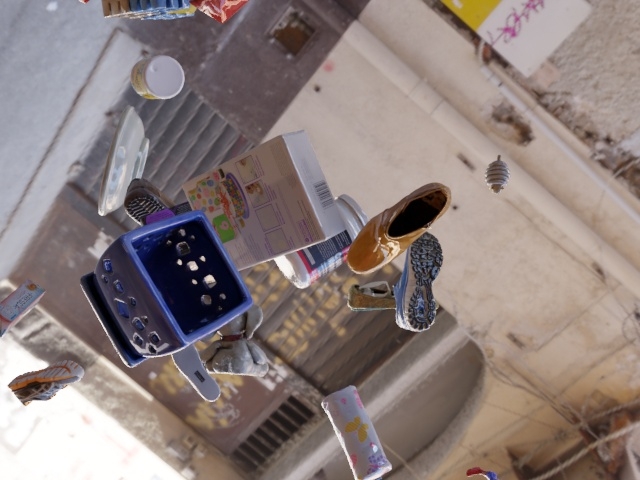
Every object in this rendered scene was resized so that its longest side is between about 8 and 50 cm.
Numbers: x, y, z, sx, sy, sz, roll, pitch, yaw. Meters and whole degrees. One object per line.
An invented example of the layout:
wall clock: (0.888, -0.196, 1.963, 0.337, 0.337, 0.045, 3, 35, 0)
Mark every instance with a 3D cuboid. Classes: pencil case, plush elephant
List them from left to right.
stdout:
plush elephant: (-0.331, 0.368, 2.295, 0.330, 0.272, 0.255, 96, -2, -76)
pencil case: (0.102, 0.563, 1.788, 0.114, 0.273, 0.124, -18, 151, -17)

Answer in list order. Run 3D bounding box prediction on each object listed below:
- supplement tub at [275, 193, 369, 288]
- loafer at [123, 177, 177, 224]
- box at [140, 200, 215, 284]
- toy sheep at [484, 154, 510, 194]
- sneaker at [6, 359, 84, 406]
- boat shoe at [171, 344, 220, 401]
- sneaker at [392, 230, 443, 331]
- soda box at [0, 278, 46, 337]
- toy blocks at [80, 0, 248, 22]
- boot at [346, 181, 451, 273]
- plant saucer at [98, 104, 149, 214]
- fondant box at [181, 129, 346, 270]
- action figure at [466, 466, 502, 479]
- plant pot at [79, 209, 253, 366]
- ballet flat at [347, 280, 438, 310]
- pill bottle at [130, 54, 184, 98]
supplement tub: (0.000, 0.000, 1.835, 0.272, 0.191, 0.191, -33, 179, -16)
loafer: (-0.470, -0.071, 1.898, 0.134, 0.130, 0.366, -23, 141, 4)
box: (-0.377, 0.034, 1.658, 0.165, 0.143, 0.270, -22, 159, -22)
toy sheep: (0.574, -0.214, 1.996, 0.091, 0.091, 0.132, 142, -48, -73)
sneaker: (-0.716, 0.380, 1.627, 0.215, 0.083, 0.084, -15, -165, 14)
boat shoe: (-0.397, 0.408, 1.939, 0.080, 0.228, 0.076, -40, -177, -26)
sneaker: (0.285, 0.120, 1.922, 0.147, 0.130, 0.329, -21, -127, 61)
soda box: (-0.788, 0.173, 1.589, 0.063, 0.058, 0.183, -49, -169, 19)
toy blocks: (-0.194, -0.371, 0.694, 0.382, 0.260, 0.191, 8, -160, 36)
boot: (0.150, -0.020, 1.296, 0.295, 0.104, 0.211, -41, 176, 16)
plant saucer: (-0.679, -0.270, 2.167, 0.400, 0.101, 0.400, -164, -90, -76)
fondant box: (-0.134, -0.077, 1.385, 0.330, 0.238, 0.096, -19, -174, 35)
action figure: (0.445, 0.655, 1.549, 0.139, 0.091, 0.280, -20, 178, -25)
plant pot: (-0.315, 0.101, 1.217, 0.212, 0.235, 0.236, -29, -179, 33)
ballet flat: (0.276, 0.211, 2.344, 0.123, 0.349, 0.123, 1, 90, -84)
pill bottle: (-0.475, -0.465, 1.759, 0.117, 0.117, 0.208, -50, -149, -11)
